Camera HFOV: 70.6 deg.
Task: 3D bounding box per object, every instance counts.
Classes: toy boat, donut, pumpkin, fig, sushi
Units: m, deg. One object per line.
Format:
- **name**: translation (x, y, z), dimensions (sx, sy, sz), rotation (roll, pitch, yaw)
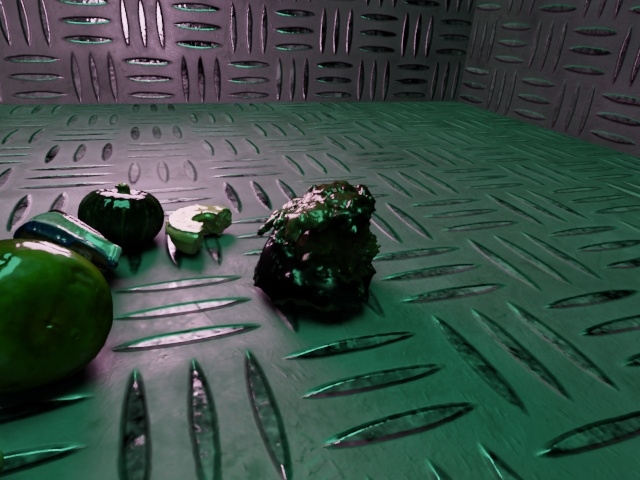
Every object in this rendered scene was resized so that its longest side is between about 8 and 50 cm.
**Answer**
- **toy boat**: translation (-0.472, 0.020, 0.826), dimensions (0.262, 0.114, 0.115), rotation (21, 63, 29)
- **donut**: translation (-0.273, -0.027, 0.978), dimensions (0.108, 0.065, 0.166), rotation (10, 28, 13)
- **pumpkin**: translation (-0.413, -0.054, 0.945), dimensions (0.167, 0.125, 0.167), rotation (16, 30, -10)
- **fig**: translation (-0.428, 0.094, 0.618), dimensions (0.275, 0.206, 0.206), rotation (4, 23, 34)
- **sushi**: translation (0.001, -0.005, 0.798), dimensions (0.225, 0.219, 0.238), rotation (-1, 27, -18)

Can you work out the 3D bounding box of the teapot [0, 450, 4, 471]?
- **teapot**: translation (-0.432, 0.221, 0.287), dimensions (0.239, 0.240, 0.322), rotation (-5, 30, 8)
